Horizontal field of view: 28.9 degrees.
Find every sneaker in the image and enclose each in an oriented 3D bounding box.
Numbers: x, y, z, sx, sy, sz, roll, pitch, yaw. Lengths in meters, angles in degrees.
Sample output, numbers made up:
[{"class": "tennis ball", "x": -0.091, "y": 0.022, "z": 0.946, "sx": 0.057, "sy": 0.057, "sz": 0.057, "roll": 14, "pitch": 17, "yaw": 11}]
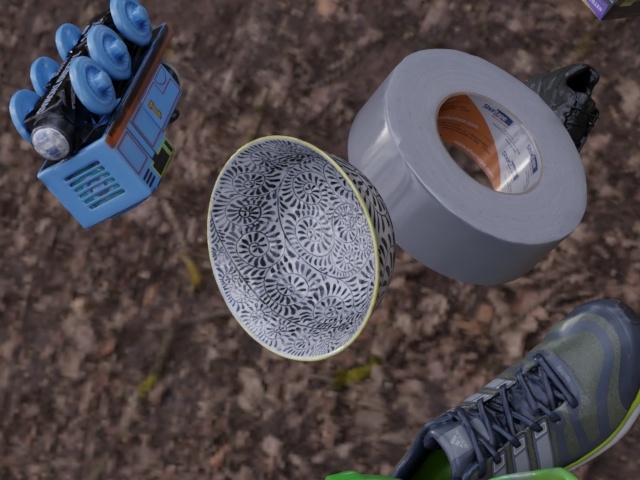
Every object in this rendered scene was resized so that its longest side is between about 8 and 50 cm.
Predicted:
[{"class": "sneaker", "x": 0.160, "y": 0.165, "z": 1.055, "sx": 0.300, "sy": 0.121, "sz": 0.111, "roll": -51, "pitch": 58, "yaw": 20}, {"class": "sneaker", "x": 0.382, "y": -0.176, "z": 1.997, "sx": 0.130, "sy": 0.109, "sz": 0.286, "roll": -24, "pitch": 45, "yaw": 45}]

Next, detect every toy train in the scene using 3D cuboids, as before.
[{"class": "toy train", "x": -0.149, "y": -0.097, "z": 0.877, "sx": 0.080, "sy": 0.105, "sz": 0.184, "roll": -23, "pitch": 29, "yaw": 24}]

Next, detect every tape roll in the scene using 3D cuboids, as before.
[{"class": "tape roll", "x": 0.136, "y": -0.070, "z": 1.139, "sx": 0.072, "sy": 0.219, "sz": 0.219, "roll": -48, "pitch": 48, "yaw": 45}]

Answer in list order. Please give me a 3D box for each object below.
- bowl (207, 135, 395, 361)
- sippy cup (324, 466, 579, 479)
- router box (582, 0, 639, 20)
[{"class": "bowl", "x": 0.000, "y": 0.000, "z": 0.941, "sx": 0.170, "sy": 0.080, "sz": 0.170, "roll": 11, "pitch": 108, "yaw": 39}, {"class": "sippy cup", "x": 0.065, "y": 0.286, "z": 0.841, "sx": 0.224, "sy": 0.240, "sz": 0.306, "roll": 168, "pitch": 119, "yaw": -70}, {"class": "router box", "x": 0.585, "y": -0.488, "z": 2.079, "sx": 0.081, "sy": 0.308, "sz": 0.243, "roll": 51, "pitch": 125, "yaw": 15}]
